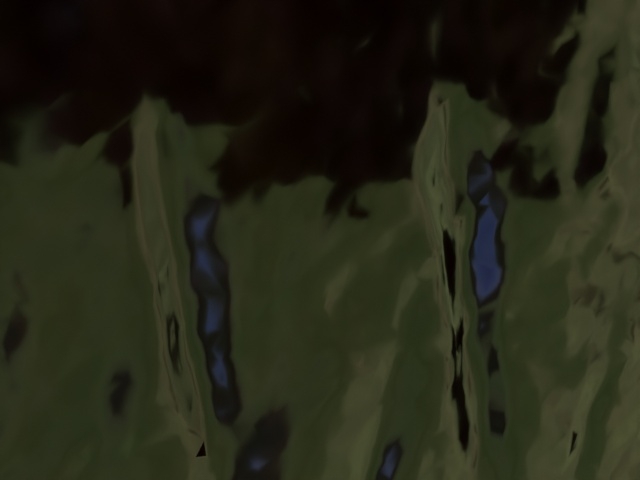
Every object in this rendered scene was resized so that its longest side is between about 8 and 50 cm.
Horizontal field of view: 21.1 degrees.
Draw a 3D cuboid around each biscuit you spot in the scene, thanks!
[{"bbox_3d":[0.000,0.000,0.433,0.091,0.407,0.407,14,97,44],"label":"biscuit"}]
